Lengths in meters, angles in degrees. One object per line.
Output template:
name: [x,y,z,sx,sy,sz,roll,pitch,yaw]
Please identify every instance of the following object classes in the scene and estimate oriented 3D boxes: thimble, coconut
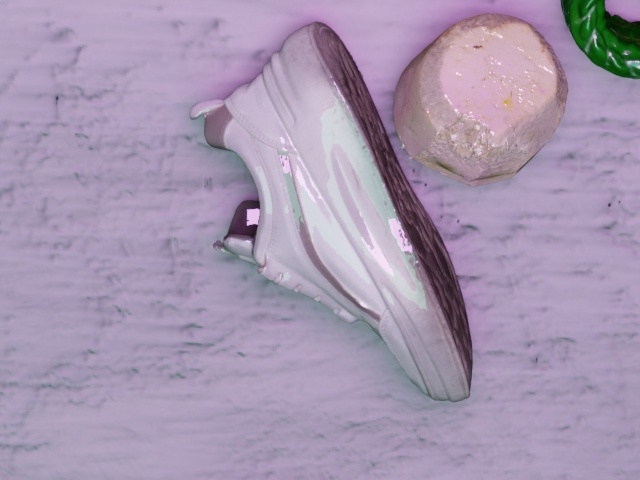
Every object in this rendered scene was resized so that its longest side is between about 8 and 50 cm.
thimble: [0.238,-0.183,1.429,0.118,0.090,0.130,21,114,-7]
coconut: [0.113,-0.101,1.464,0.116,0.122,0.116,2,77,-10]

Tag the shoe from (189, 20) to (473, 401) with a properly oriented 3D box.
shoe: [0.000,0.000,1.515,0.159,0.124,0.316,-19,105,12]
